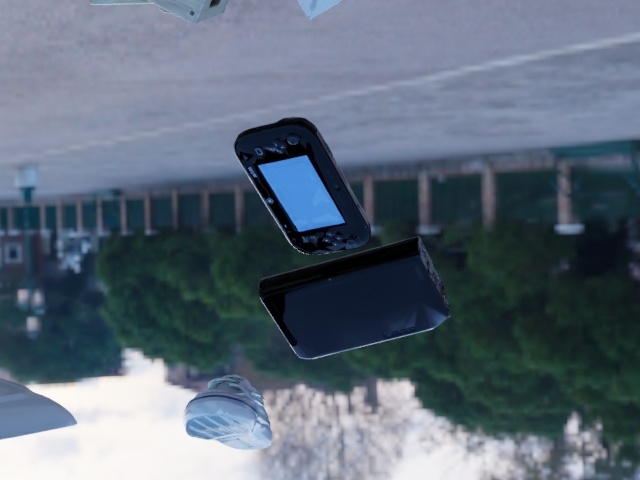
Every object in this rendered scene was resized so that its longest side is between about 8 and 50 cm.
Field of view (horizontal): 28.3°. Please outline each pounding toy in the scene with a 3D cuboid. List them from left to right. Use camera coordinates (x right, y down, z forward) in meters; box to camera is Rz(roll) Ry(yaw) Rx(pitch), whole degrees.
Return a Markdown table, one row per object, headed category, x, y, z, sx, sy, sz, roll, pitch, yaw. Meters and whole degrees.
| category | x | y | z | sx | sy | sz | roll | pitch | yaw |
| --- | --- | --- | --- | --- | --- | --- | --- | --- | --- |
| pounding toy | -0.194 | -0.325 | 1.605 | 0.130 | 0.100 | 0.141 | 28 | -157 | 6 |

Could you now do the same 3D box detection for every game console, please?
| category | x | y | z | sx | sy | sz | roll | pitch | yaw |
| --- | --- | --- | --- | --- | --- | --- | --- | --- | --- |
| game console | 0.000 | 0.000 | 1.515 | 0.213 | 0.361 | 0.044 | -16 | -141 | 18 |

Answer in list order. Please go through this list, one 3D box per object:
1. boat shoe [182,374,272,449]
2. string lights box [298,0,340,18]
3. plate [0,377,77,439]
| category | x | y | z | sx | sy | sz | roll | pitch | yaw |
| --- | --- | --- | --- | --- | --- | --- | --- | --- | --- |
| boat shoe | -0.113 | 0.196 | 1.503 | 0.083 | 0.075 | 0.226 | -7 | 161 | 5 |
| string lights box | 0.042 | -0.443 | 2.091 | 0.133 | 0.076 | 0.259 | -28 | -171 | 18 |
| plate | -0.482 | 0.190 | 1.528 | 0.277 | 0.045 | 0.278 | 11 | -174 | 33 |
